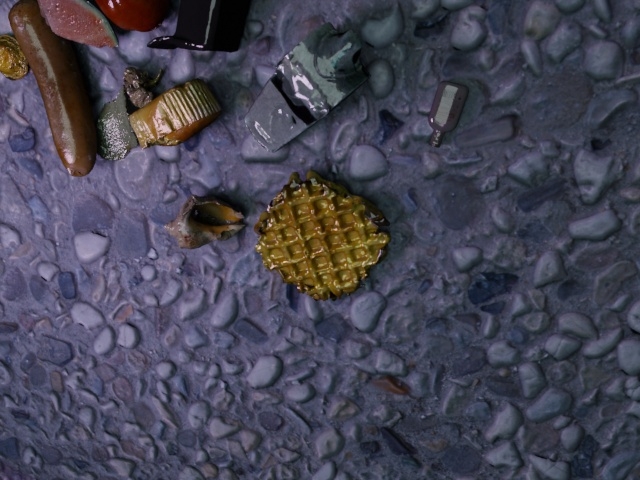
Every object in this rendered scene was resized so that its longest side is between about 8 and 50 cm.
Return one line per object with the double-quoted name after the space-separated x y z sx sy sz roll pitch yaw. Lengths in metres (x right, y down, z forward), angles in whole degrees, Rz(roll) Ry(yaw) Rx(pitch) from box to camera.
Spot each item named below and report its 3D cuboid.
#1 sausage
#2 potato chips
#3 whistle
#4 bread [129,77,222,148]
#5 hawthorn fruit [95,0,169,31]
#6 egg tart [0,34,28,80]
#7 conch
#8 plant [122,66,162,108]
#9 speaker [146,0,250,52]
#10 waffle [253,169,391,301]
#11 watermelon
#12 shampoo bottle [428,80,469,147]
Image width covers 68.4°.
-0.752 -0.436 1.368 0.123 0.136 0.501 -3 108 32 "sausage"
-0.612 -0.342 1.415 0.228 0.059 0.167 -30 93 36 "potato chips"
-0.048 -0.376 1.213 0.404 0.188 0.168 -37 100 22 "whistle"
-0.398 -0.343 1.308 0.250 0.179 0.133 -22 109 19 "bread"
-0.493 -0.636 1.203 0.185 0.202 0.185 3 103 12 "hawthorn fruit"
-0.935 -0.548 1.411 0.130 0.052 0.130 4 108 11 "egg tart"
-0.342 -0.061 1.419 0.245 0.178 0.163 1 70 -16 "conch"
-0.502 -0.448 1.357 0.122 0.104 0.116 -25 143 -8 "plant"
-0.283 -0.643 1.172 0.184 0.180 0.388 24 114 8 "speaker"
0.000 0.000 1.402 0.382 0.095 0.380 33 114 -5 "waffle"
-0.646 -0.624 1.245 0.231 0.146 0.128 11 74 -20 "watermelon"
0.325 -0.327 1.233 0.080 0.040 0.165 16 114 4 "shampoo bottle"
